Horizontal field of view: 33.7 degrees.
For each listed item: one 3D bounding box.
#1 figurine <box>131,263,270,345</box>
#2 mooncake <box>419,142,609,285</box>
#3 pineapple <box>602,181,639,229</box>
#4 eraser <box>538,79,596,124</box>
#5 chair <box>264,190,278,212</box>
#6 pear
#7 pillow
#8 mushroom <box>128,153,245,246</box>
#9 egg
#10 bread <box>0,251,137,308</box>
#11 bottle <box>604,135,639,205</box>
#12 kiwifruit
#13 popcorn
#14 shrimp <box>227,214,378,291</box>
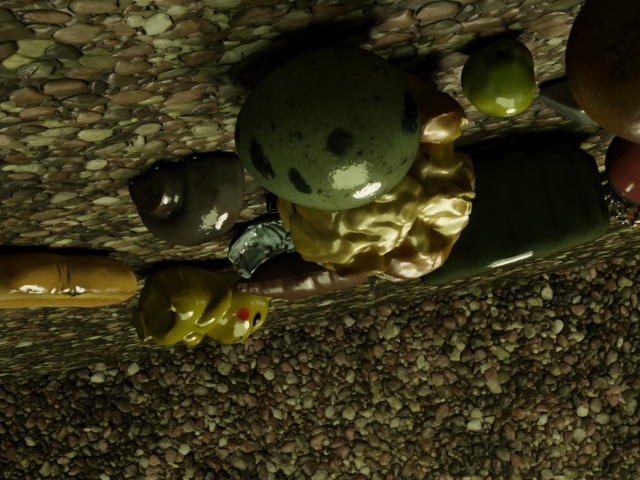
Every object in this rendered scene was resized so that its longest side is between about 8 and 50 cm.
[{"bbox_3d":[-0.233,0.136,2.202,0.327,0.169,0.218,9,142,-36],"label":"figurine"},{"bbox_3d":[0.304,-0.044,1.797,0.351,0.187,0.351,-14,178,-1],"label":"mooncake"},{"bbox_3d":[0.632,-0.078,2.090,0.175,0.175,0.361,-2,174,-41],"label":"pineapple"},{"bbox_3d":[0.470,-0.222,1.401,0.352,0.061,0.089,-16,168,19],"label":"eraser"},{"bbox_3d":[-0.070,-0.064,1.697,0.037,0.042,0.086,-7,168,-5],"label":"chair"},{"bbox_3d":[0.208,-0.192,1.235,0.092,0.092,0.097,-7,126,-21],"label":"pear"},{"bbox_3d":[0.016,0.040,2.039,0.306,0.108,0.308,-15,-177,13],"label":"pillow"},{"bbox_3d":[-0.180,-0.052,1.503,0.141,0.117,0.188,-17,171,-44],"label":"mushroom"},{"bbox_3d":[0.001,-0.120,1.146,0.228,0.177,0.177,-4,176,38],"label":"egg"},{"bbox_3d":[-0.464,0.068,1.833,0.142,0.091,0.305,-10,172,35],"label":"bread"},{"bbox_3d":[0.533,-0.158,1.594,0.144,0.143,0.336,-12,167,0],"label":"bottle"},{"bbox_3d":[0.372,-0.193,1.116,0.196,0.195,0.234,-20,173,36],"label":"kiwifruit"},{"bbox_3d":[0.071,-0.083,1.341,0.265,0.225,0.332,-19,151,-21],"label":"popcorn"},{"bbox_3d":[0.004,-0.003,1.793,0.411,0.166,0.221,6,142,48],"label":"shrimp"}]
